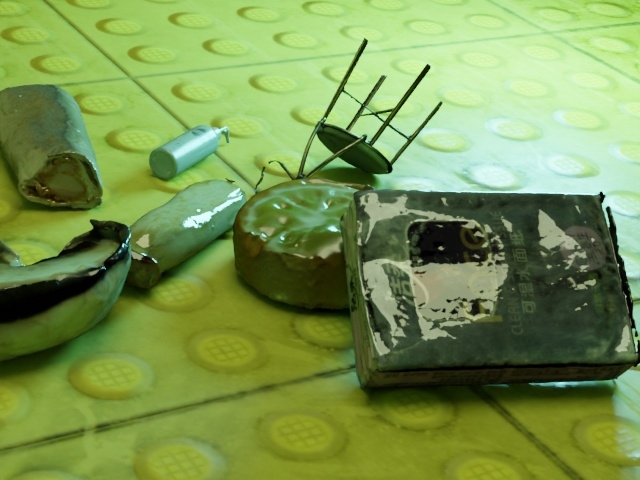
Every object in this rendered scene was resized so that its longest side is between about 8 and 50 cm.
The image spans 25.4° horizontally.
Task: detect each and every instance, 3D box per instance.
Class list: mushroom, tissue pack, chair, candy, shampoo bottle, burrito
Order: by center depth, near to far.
[{"bbox_3d":[-0.399,0.068,1.800,0.344,0.130,0.247,-14,18,-37],"label":"mushroom"},{"bbox_3d":[0.214,0.064,1.851,0.361,0.122,0.259,1,62,-14],"label":"tissue pack"},{"bbox_3d":[0.000,0.000,2.017,0.260,0.118,0.260,3,27,-1],"label":"candy"},{"bbox_3d":[-0.206,-0.018,2.044,0.100,0.081,0.312,23,29,17],"label":"mushroom"},{"bbox_3d":[-0.428,-0.154,2.228,0.143,0.105,0.299,-8,32,-19],"label":"burrito"},{"bbox_3d":[0.050,-0.156,2.312,0.160,0.170,0.325,26,77,25],"label":"chair"},{"bbox_3d":[-0.207,-0.156,2.332,0.056,0.056,0.195,18,30,21],"label":"shampoo bottle"}]
